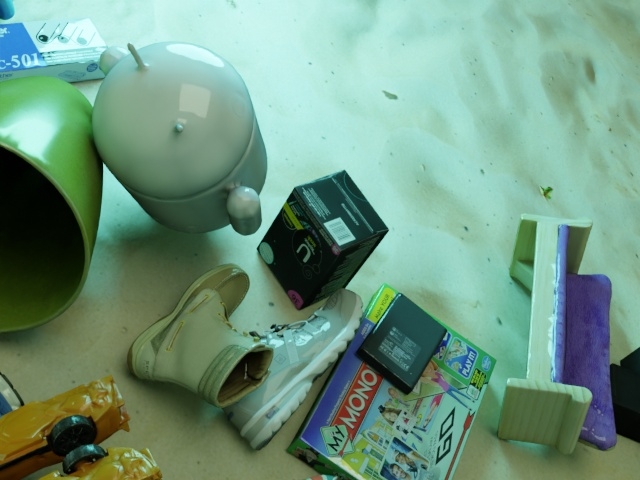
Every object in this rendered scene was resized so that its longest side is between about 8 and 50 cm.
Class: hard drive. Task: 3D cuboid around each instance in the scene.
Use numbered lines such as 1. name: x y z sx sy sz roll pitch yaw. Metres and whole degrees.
1. hard drive: 0.120 0.146 1.230 0.094 0.022 0.135 38 47 3

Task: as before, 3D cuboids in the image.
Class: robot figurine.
1. robot figurine: -0.306 0.252 0.809 0.291 0.085 0.211 -24 45 -19
2. robot figurine: -0.177 -0.129 1.117 0.200 0.353 0.300 -44 77 -8

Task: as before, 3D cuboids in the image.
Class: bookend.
1. bookend: 0.514 0.241 1.403 0.157 0.072 0.156 22 48 -12

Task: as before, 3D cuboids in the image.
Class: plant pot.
1. plant pot: -0.383 -0.083 1.054 0.274 0.275 0.294 23 32 -12

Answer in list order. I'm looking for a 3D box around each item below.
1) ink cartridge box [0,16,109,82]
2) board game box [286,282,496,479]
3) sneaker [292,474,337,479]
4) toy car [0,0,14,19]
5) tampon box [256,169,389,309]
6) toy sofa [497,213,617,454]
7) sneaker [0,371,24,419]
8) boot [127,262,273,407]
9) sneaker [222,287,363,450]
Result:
1. ink cartridge box: -0.432 -0.286 1.300 0.207 0.046 0.097 -18 65 -37
2. board game box: 0.113 0.230 1.209 0.213 0.046 0.317 35 47 -2
3. sneaker: 0.021 0.363 1.047 0.075 0.057 0.161 -9 58 -27
4. toy car: -0.528 -0.385 1.262 0.182 0.159 0.136 9 77 -24
5. tampon box: 0.000 0.000 1.242 0.101 0.161 0.120 -21 67 -38
6. toy sofa: 0.379 0.136 1.317 0.177 0.150 0.363 7 48 11
7. sneaker: -0.458 0.157 0.914 0.330 0.130 0.147 33 64 -3
8. boot: -0.120 0.119 1.088 0.165 0.077 0.213 13 42 35
9. sneaker: -0.039 0.144 1.149 0.115 0.105 0.281 40 47 3
